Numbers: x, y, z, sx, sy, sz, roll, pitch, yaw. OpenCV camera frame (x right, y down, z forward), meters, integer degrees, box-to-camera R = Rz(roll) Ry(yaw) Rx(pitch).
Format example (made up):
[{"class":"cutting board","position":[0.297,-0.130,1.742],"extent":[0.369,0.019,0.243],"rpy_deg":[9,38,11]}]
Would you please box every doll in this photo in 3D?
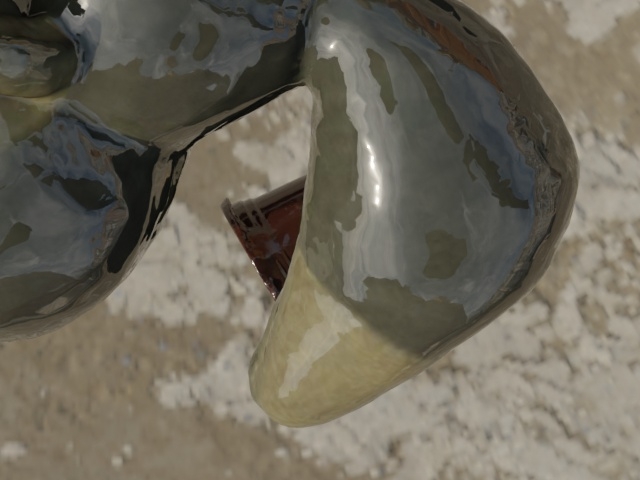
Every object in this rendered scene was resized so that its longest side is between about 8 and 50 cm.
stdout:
[{"class":"doll","position":[-0.098,-0.023,0.996],"extent":[0.378,0.252,0.382],"rpy_deg":[41,114,11]}]

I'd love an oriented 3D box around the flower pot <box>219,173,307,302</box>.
[{"class":"flower pot","position":[0.000,0.000,1.186],"extent":[0.089,0.111,0.111],"rpy_deg":[-30,118,-2]}]
